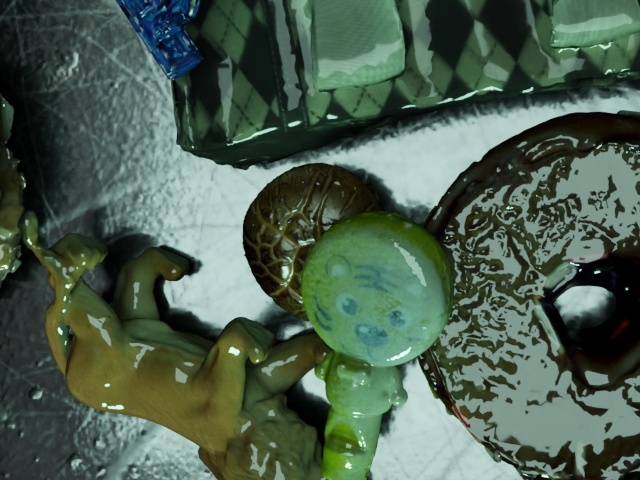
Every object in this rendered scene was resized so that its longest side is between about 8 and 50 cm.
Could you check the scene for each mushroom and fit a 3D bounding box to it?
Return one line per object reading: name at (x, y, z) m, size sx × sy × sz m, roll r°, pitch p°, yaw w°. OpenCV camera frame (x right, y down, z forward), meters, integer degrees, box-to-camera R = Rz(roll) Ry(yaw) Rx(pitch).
mushroom at (0.001, 0.004, 0.935) m, size 0.109 × 0.085 × 0.126 m, roll -25°, pitch 115°, yaw -2°

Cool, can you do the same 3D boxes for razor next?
razor at (0.007, -0.221, 0.759) m, size 0.324 × 0.056 × 0.093 m, roll -33°, pitch 88°, yaw 15°

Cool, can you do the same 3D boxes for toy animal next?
toy animal at (-0.098, 0.109, 0.958) m, size 0.312 × 0.097 × 0.157 m, roll 26°, pitch 103°, yaw 8°

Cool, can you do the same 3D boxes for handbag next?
handbag at (0.089, -0.216, 0.847) m, size 0.416 × 0.180 × 0.317 m, roll -11°, pitch 84°, yaw 14°

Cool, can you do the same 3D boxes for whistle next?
whistle at (0.034, 0.075, 0.880) m, size 0.104 × 0.057 × 0.198 m, roll 15°, pitch 112°, yaw 22°

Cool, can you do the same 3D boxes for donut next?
donut at (0.192, 0.042, 0.902) m, size 0.269 × 0.103 × 0.270 m, roll 1°, pitch 96°, yaw 10°

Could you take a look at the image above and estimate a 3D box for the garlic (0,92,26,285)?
garlic at (-0.313, -0.010, 0.934) m, size 0.207 × 0.257 × 0.207 m, roll 2°, pitch 137°, yaw 2°
